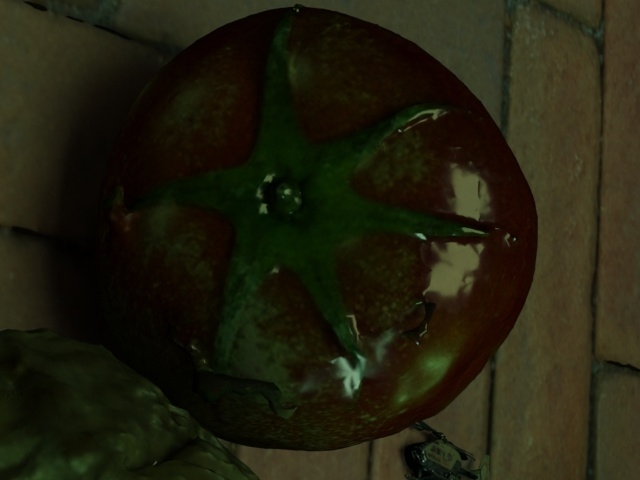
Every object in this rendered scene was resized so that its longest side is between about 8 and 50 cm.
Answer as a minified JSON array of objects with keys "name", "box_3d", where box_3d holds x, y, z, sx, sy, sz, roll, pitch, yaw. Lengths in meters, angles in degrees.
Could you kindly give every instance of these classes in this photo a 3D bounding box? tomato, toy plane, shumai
[{"name":"tomato","box_3d":[0.000,0.000,1.291,0.239,0.304,0.303,47,47,-73]},{"name":"toy plane","box_3d":[0.106,0.186,1.588,0.121,0.031,0.049,31,55,-41]},{"name":"shumai","box_3d":[-0.112,0.177,1.178,0.330,0.292,0.288,47,35,7]}]
